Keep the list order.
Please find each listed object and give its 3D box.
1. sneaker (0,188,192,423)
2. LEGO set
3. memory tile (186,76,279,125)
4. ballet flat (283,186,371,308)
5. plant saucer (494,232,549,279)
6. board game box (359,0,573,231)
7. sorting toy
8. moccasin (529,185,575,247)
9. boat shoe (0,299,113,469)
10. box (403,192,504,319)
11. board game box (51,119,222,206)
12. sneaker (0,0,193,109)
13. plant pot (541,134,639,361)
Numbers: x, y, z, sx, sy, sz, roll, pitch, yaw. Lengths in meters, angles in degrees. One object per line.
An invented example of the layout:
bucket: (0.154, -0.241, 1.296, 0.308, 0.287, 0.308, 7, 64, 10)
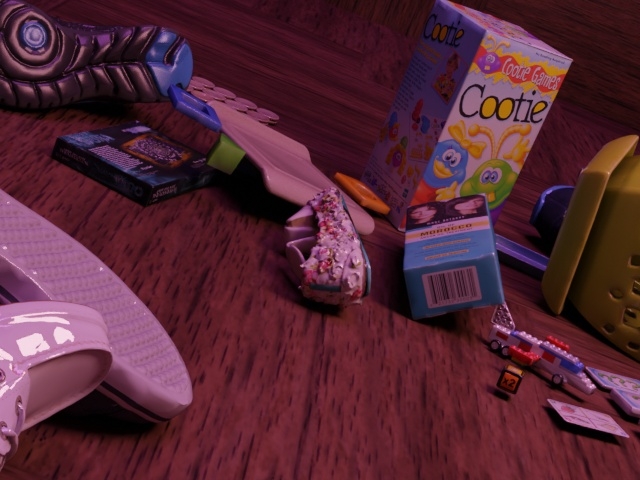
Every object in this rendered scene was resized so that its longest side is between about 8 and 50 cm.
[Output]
sneaker: (-0.237, 0.044, 0.931, 0.321, 0.127, 0.126, 42, 15, -26)
LEGO set: (0.277, 0.141, 1.368, 0.244, 0.060, 0.182, 16, 15, -19)
memory tile: (-0.139, -0.198, 1.910, 0.148, 0.012, 0.113, 28, 18, 12)
ballet flat: (0.000, 0.000, 1.400, 0.077, 0.091, 0.241, -2, 18, -6)
plant saucer: (0.308, 0.044, 1.750, 0.192, 0.018, 0.067, 24, 18, 6)
board game box: (0.183, -0.149, 1.729, 0.142, 0.275, 0.144, 13, 21, -29)
sorting toy: (-0.044, -0.077, 1.593, 0.347, 0.047, 0.196, 24, 18, -40)
moccasin: (0.466, 0.004, 1.926, 0.342, 0.138, 0.117, 0, 29, -20)
boat shoe: (-0.219, 0.113, 0.772, 0.096, 0.098, 0.277, 42, 37, 26)
box: (0.148, 0.013, 1.499, 0.100, 0.060, 0.244, -10, 16, 7)
board game box: (-0.201, -0.090, 1.493, 0.126, 0.026, 0.186, 27, 18, 14)
sneaker: (-0.326, -0.209, 1.598, 0.340, 0.125, 0.139, 5, -3, -38)
plant pot: (0.403, 0.003, 1.626, 0.207, 0.228, 0.227, 23, 25, 16)
